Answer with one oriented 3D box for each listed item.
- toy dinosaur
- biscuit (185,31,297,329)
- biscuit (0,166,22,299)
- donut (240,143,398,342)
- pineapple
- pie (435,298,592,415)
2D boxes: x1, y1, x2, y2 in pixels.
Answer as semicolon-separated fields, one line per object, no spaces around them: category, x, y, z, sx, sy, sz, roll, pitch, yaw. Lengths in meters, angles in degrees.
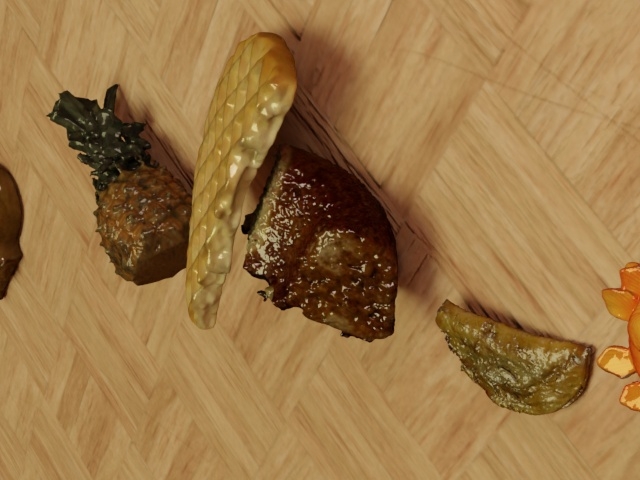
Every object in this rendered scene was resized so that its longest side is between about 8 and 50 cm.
toy dinosaur;0.258;0.071;1.070;0.117;0.070;0.288;22;121;49
biscuit;-0.090;-0.081;1.418;0.204;0.040;0.309;-99;25;-50
biscuit;-0.586;-0.093;2.209;0.394;0.076;0.368;62;148;10
donut;0.003;-0.006;1.366;0.186;0.144;0.126;-94;14;-55
pineapple;-0.226;-0.071;1.652;0.248;0.128;0.128;58;147;22
pie;0.166;0.106;1.257;0.170;0.034;0.092;22;125;41
